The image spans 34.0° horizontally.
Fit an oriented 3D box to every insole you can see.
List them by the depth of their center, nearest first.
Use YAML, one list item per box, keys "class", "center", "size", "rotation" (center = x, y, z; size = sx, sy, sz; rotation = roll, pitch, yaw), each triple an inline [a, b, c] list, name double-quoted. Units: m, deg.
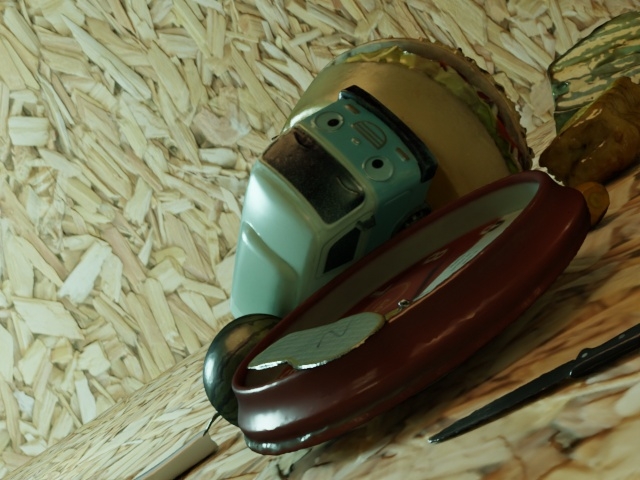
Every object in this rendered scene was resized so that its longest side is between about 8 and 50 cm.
- class: "insole"
  center: [-0.006, 0.071, 0.724]
  size: [0.064, 0.004, 0.188]
  rotation: [-37, 7, -26]

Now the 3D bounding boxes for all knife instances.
- class: "knife"
  center: [0.123, 0.074, 0.558]
  size: [0.170, 0.010, 0.023]
  rotation: [-34, 1, 30]

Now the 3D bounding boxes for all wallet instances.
- class: "wallet"
  center: [-0.161, 0.233, 1.054]
  size: [0.122, 0.025, 0.061]
  rotation: [-34, 3, -14]

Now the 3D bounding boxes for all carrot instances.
- class: "carrot"
  center: [0.226, -0.022, 1.001]
  size: [0.042, 0.042, 0.170]
  rotation: [-33, 0, -16]

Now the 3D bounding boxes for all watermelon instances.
- class: "watermelon"
  center: [-0.065, 0.131, 0.969]
  size: [0.133, 0.105, 0.105]
  rotation: [-50, 4, -7]

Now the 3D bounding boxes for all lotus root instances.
- class: "lotus root"
  center: [0.494, -0.261, 1.625]
  size: [0.314, 0.142, 0.210]
  rotation: [-28, 40, 11]

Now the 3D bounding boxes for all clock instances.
- class: "clock"
  center: [0.070, 0.059, 0.810]
  size: [0.318, 0.080, 0.318]
  rotation: [-34, 6, 4]

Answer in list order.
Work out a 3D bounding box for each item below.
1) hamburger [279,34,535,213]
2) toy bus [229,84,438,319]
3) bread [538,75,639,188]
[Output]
- class: "hamburger"
  center: [0.098, -0.083, 1.164]
  size: [0.300, 0.300, 0.176]
  rotation: [-31, 15, 50]
- class: "toy bus"
  center: [0.000, 0.000, 1.027]
  size: [0.165, 0.133, 0.271]
  rotation: [-29, -28, -30]
- class: "bread"
  center: [0.328, -0.122, 1.213]
  size: [0.114, 0.083, 0.211]
  rotation: [-38, -2, 32]
